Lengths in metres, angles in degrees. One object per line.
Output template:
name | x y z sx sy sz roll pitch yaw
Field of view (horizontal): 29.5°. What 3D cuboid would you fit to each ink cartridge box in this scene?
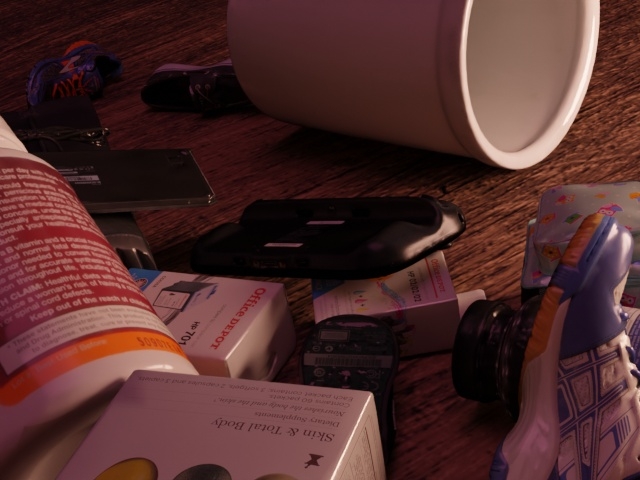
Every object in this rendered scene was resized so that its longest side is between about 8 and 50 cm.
ink cartridge box | 0.085 0.067 1.254 0.181 0.061 0.104 -10 29 1
ink cartridge box | -0.141 0.102 1.245 0.191 0.082 0.139 3 32 25

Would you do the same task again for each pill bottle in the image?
pill bottle | -0.287 0.058 1.098 0.224 0.224 0.392 -24 56 -23
pill bottle | 0.233 0.114 1.069 0.219 0.123 0.123 8 34 30

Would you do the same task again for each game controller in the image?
game controller | 0.000 0.000 1.334 0.319 0.067 0.166 0 29 45

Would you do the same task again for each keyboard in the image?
keyboard | -0.296 -0.081 1.417 0.317 0.033 0.201 -3 35 -24

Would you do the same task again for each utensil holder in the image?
utensil holder | 0.116 -0.283 1.593 0.385 0.327 0.327 14 38 38

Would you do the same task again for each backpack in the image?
backpack | 0.295 0.022 1.194 0.188 0.144 0.166 1 26 14

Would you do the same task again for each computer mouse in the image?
computer mouse | -0.016 0.177 1.105 0.184 0.060 0.262 -3 42 4

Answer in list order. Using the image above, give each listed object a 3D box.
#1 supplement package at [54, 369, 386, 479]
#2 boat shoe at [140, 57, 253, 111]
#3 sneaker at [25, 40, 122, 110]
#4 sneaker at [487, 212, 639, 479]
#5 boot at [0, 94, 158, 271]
supplement package | -0.080 0.251 0.847 0.199 0.198 0.262 3 32 20
boat shoe | -0.177 -0.228 1.836 0.228 0.080 0.076 8 40 30
sneaker | -0.397 -0.259 1.956 0.087 0.083 0.221 12 39 20
sneaker | 0.216 0.130 0.955 0.131 0.296 0.112 15 -6 14
boot | -0.409 -0.034 1.481 0.367 0.146 0.445 -6 33 -18
